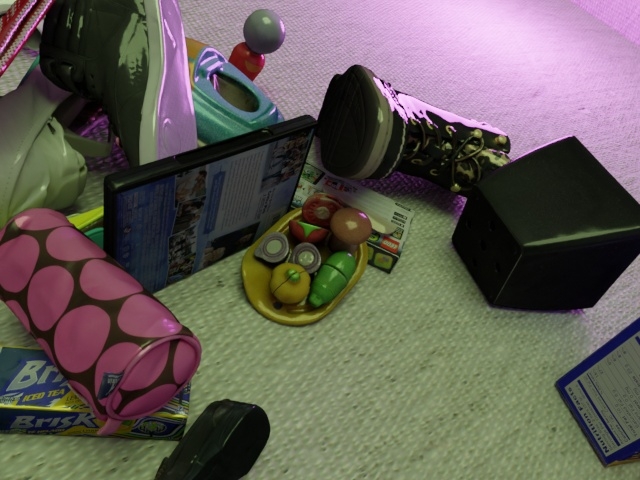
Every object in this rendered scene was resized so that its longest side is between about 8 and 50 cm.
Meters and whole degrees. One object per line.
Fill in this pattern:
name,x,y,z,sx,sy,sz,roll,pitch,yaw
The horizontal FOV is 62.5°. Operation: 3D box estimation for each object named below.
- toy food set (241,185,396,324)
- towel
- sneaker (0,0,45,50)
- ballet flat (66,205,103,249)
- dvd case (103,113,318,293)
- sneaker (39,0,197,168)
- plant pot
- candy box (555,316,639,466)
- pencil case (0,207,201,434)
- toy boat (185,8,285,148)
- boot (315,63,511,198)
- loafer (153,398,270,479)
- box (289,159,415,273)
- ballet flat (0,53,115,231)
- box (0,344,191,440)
toy food set,0.000,0.000,0.639,0.128,0.071,0.218,38,59,10
towel,-0.370,-0.173,0.555,0.031,0.275,0.198,39,43,-38
sneaker,-0.428,-0.368,0.846,0.305,0.114,0.152,-31,79,-36
ballet flat,-0.239,-0.016,0.593,0.231,0.077,0.077,-27,45,-37
dvd case,-0.116,-0.035,0.578,0.253,0.180,0.022,-28,62,-39
sneaker,-0.229,-0.157,0.592,0.147,0.104,0.295,-9,78,7
plant pot,0.297,-0.009,0.740,0.167,0.188,0.187,-12,53,-14
candy box,0.475,0.121,0.575,0.269,0.317,0.122,0,50,-21
pencil case,-0.203,0.060,0.448,0.209,0.095,0.098,35,86,28
toy boat,-0.141,-0.238,0.765,0.268,0.148,0.318,35,37,-12
boot,0.145,-0.139,0.764,0.285,0.138,0.377,17,14,-12
loafer,-0.114,0.208,0.446,0.061,0.062,0.170,4,37,40
box,0.025,-0.043,0.750,0.207,0.036,0.114,26,44,3
ballet flat,-0.322,-0.118,0.622,0.139,0.139,0.400,13,41,-10
box,-0.203,0.137,0.468,0.169,0.054,0.059,8,45,-14
